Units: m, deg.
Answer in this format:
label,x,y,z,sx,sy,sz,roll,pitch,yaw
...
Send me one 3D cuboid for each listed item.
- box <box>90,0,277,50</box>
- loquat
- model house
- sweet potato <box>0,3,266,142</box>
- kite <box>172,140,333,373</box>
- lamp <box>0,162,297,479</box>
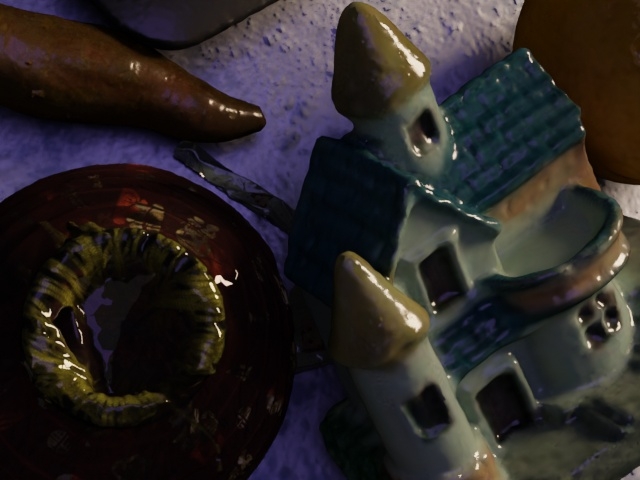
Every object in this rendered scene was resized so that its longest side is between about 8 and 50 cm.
label,x,y,z,sx,sy,sz,roll,pitch,yaw
box,-0.100,-0.240,1.082,0.212,0.042,0.201,-35,79,-24
loquat,0.241,-0.138,1.058,0.208,0.208,0.208,2,78,-11
model house,0.096,-0.002,0.935,0.267,0.194,0.325,-34,119,-15
sweet potato,-0.158,-0.111,1.046,0.243,0.077,0.077,16,75,-23
kite,0.000,0.000,1.082,0.250,0.012,0.229,29,73,-2
lamp,-0.130,0.069,0.932,0.246,0.247,0.247,2,78,-11
